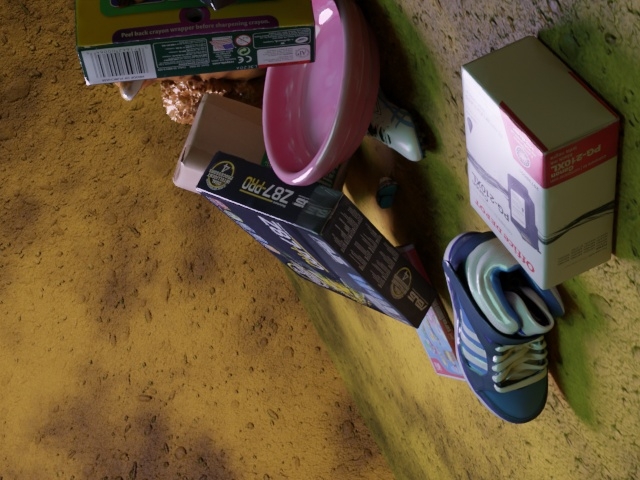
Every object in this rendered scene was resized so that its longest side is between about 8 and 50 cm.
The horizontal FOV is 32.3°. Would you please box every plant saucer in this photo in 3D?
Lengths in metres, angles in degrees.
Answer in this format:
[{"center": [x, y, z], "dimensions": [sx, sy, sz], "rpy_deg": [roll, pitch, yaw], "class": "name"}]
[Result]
[{"center": [0.004, -0.252, 1.808], "dimensions": [0.332, 0.084, 0.332], "rpy_deg": [-27, 60, 60], "class": "plant saucer"}]

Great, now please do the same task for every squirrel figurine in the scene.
[{"center": [-0.267, -0.385, 2.354], "dimensions": [0.281, 0.370, 0.397], "rpy_deg": [53, 165, 46], "class": "squirrel figurine"}]

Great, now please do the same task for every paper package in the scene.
[{"center": [-0.122, -0.156, 2.266], "dimensions": [0.309, 0.324, 0.168], "rpy_deg": [157, 131, -79], "class": "paper package"}]

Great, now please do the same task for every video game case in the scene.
[{"center": [0.210, 0.143, 2.216], "dimensions": [0.285, 0.025, 0.204], "rpy_deg": [64, 169, -2], "class": "video game case"}]

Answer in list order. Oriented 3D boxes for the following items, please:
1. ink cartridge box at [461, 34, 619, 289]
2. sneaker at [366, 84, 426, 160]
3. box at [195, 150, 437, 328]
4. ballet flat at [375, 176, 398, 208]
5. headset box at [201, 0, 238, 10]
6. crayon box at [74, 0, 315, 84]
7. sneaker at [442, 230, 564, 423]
[{"center": [0.250, -0.085, 1.271], "dimensions": [0.172, 0.100, 0.237], "rpy_deg": [56, 167, 39], "class": "ink cartridge box"}, {"center": [0.099, -0.191, 1.809], "dimensions": [0.237, 0.086, 0.085], "rpy_deg": [51, 163, 48], "class": "sneaker"}, {"center": [0.000, 0.000, 2.031], "dimensions": [0.318, 0.097, 0.395], "rpy_deg": [20, 164, 38], "class": "box"}, {"center": [0.121, -0.096, 2.060], "dimensions": [0.041, 0.041, 0.114], "rpy_deg": [61, 168, 16], "class": "ballet flat"}, {"center": [-0.094, -0.441, 1.593], "dimensions": [0.218, 0.293, 0.110], "rpy_deg": [48, 161, 60], "class": "headset box"}, {"center": [-0.205, -0.417, 1.766], "dimensions": [0.106, 0.362, 0.313], "rpy_deg": [90, 173, -60], "class": "crayon box"}, {"center": [0.278, 0.143, 1.588], "dimensions": [0.236, 0.130, 0.323], "rpy_deg": [-144, 35, -77], "class": "sneaker"}]
